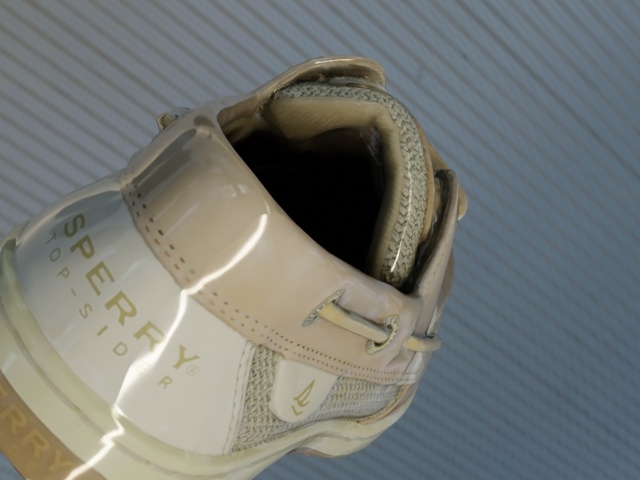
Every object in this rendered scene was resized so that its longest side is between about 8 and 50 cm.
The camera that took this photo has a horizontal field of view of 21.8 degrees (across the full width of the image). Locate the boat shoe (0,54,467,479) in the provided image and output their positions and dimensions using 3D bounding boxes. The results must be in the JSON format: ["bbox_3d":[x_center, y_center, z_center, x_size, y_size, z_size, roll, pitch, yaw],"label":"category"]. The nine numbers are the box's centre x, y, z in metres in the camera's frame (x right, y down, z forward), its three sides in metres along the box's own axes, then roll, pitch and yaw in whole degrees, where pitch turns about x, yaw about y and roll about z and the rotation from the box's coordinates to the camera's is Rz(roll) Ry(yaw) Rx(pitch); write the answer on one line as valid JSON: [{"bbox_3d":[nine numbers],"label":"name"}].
[{"bbox_3d":[0.000,0.000,0.497,0.098,0.109,0.302,-44,172,16],"label":"boat shoe"}]
